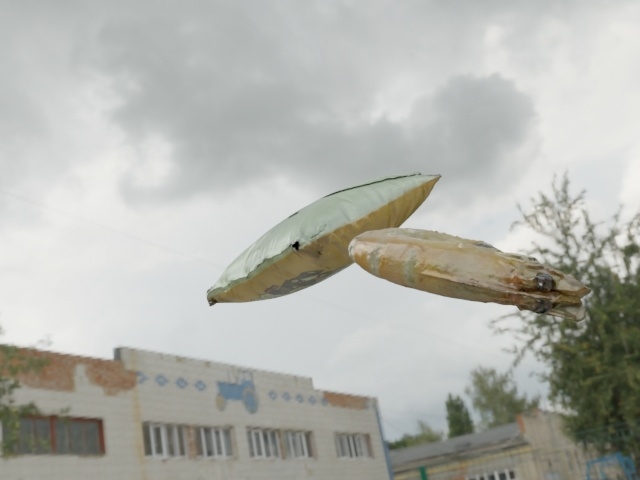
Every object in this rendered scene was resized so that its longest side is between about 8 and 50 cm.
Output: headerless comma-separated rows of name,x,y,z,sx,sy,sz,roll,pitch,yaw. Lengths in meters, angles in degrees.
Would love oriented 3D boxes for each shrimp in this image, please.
shrimp,0.063,0.009,0.344,0.108,0.023,0.059,13,16,32

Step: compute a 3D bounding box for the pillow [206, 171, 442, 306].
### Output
pillow,0.000,0.000,1.317,0.312,0.119,0.310,-28,-4,-38
